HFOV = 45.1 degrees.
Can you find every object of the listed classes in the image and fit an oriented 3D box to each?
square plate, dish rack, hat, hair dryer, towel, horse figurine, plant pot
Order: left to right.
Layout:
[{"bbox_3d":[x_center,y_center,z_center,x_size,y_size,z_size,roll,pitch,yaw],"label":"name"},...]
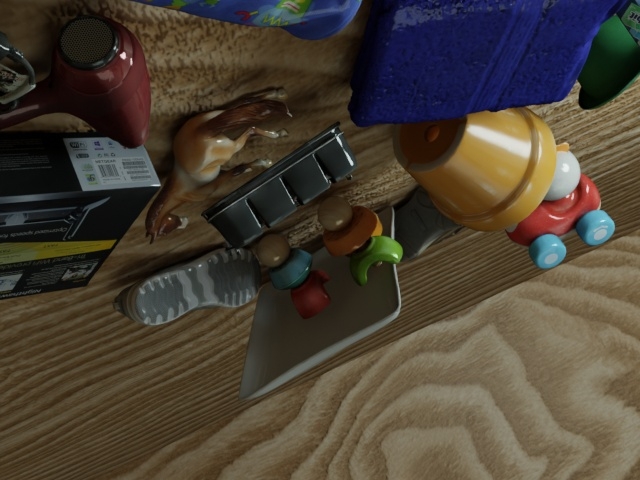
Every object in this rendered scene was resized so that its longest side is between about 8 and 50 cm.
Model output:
[{"bbox_3d":[-0.261,-0.138,0.693,0.224,0.080,0.294,-18,164,34],"label":"hair dryer"},{"bbox_3d":[-0.127,-0.102,0.948,0.175,0.066,0.263,-23,166,-30],"label":"horse figurine"},{"bbox_3d":[-0.062,-0.059,1.062,0.208,0.074,0.271,-34,-176,-10],"label":"dish rack"},{"bbox_3d":[0.009,0.117,1.424,0.344,0.049,0.347,-32,-155,20],"label":"square plate"},{"bbox_3d":[0.213,-0.134,1.143,0.205,0.205,0.188,-37,143,31],"label":"plant pot"},{"bbox_3d":[0.190,-0.240,0.927,0.308,0.076,0.227,-10,151,-15],"label":"towel"},{"bbox_3d":[0.373,-0.306,1.123,0.173,0.184,0.208,-46,-167,46],"label":"hat"}]

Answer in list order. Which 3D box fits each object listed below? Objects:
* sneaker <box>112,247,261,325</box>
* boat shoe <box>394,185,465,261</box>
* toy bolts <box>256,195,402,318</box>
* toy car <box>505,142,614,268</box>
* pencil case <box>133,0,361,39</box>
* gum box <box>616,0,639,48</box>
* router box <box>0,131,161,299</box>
[{"bbox_3d":[-0.222,0.070,1.308,0.115,0.105,0.281,-1,-174,44],"label":"sneaker"},{"bbox_3d":[0.248,-0.070,1.489,0.116,0.123,0.324,-19,169,-42],"label":"boat shoe"},{"bbox_3d":[0.000,0.000,1.376,0.228,0.158,0.218,-36,-156,13],"label":"toy bolts"},{"bbox_3d":[0.466,-0.110,1.608,0.210,0.219,0.238,-27,133,7],"label":"toy car"},{"bbox_3d":[-0.086,-0.224,0.556,0.133,0.119,0.306,-11,177,41],"label":"pencil case"},{"bbox_3d":[0.476,-0.328,0.986,0.184,0.157,0.041,-35,-165,25],"label":"gum box"},{"bbox_3d":[-0.365,-0.015,0.838,0.309,0.081,0.243,-8,155,-43],"label":"router box"}]
